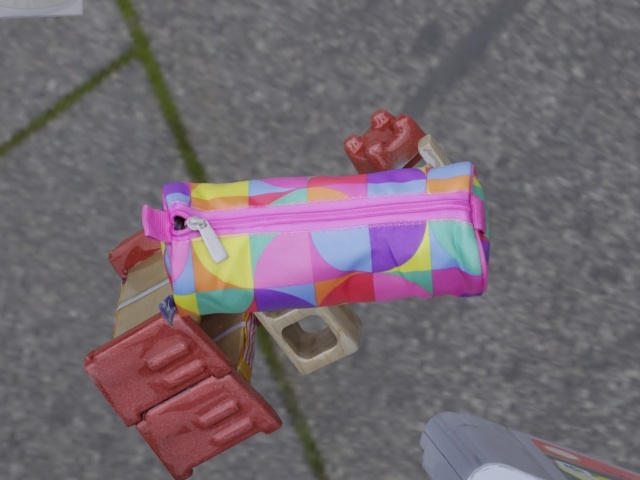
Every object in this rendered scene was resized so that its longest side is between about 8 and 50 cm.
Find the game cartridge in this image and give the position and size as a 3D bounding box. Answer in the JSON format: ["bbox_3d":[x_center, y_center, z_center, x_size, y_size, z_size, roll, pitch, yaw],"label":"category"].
[{"bbox_3d":[0.228,0.211,1.469,0.294,0.196,0.060,20,99,-10],"label":"game cartridge"}]

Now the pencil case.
[{"bbox_3d":[0.000,0.000,1.357,0.236,0.104,0.104,-5,76,0],"label":"pencil case"}]

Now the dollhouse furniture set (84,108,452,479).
[{"bbox_3d":[-0.017,0.032,1.745,0.374,0.152,0.201,-29,26,19],"label":"dollhouse furniture set"}]

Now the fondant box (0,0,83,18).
[{"bbox_3d":[-0.338,-0.193,1.165,0.330,0.238,0.096,9,101,28],"label":"fondant box"}]
